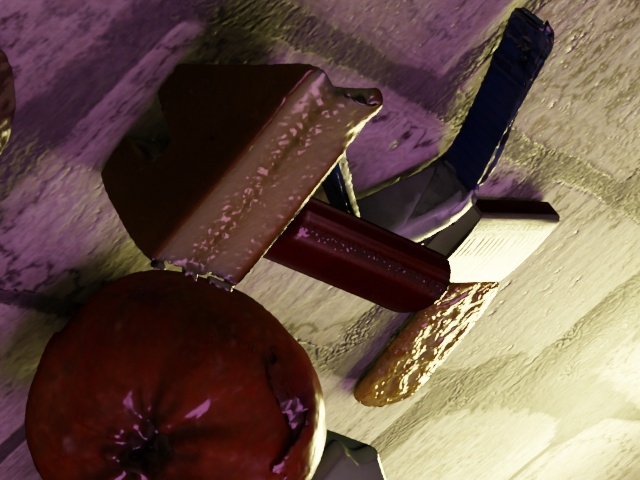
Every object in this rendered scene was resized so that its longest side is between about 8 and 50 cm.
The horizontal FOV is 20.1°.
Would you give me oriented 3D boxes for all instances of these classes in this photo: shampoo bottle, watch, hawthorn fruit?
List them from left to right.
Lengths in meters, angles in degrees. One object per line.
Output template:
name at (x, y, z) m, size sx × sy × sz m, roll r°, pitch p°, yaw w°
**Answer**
hawthorn fruit at (-0.119, 0.164, 1.671) m, size 0.276 × 0.276 × 0.307 m, roll -39°, pitch 170°, yaw 8°
shampoo bottle at (0.000, 0.000, 1.653) m, size 0.102 × 0.064 × 0.260 m, roll -5°, pitch 159°, yaw 45°
watch at (0.067, -0.079, 1.689) m, size 0.276 × 0.068 × 0.274 m, roll -20°, pitch 152°, yaw -30°

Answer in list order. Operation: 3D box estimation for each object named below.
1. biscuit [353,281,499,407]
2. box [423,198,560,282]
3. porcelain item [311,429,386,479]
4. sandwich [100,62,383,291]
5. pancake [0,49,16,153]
biscuit at (0.128, 0.124, 2.182) m, size 0.118 × 0.029 × 0.247 m, roll -9°, pitch 144°, yaw -45°
box at (0.186, 0.002, 2.031) m, size 0.177 × 0.036 × 0.115 m, roll 0°, pitch 139°, yaw -53°
porcelain item at (-0.051, 0.346, 1.836) m, size 0.286 × 0.157 × 0.281 m, roll -49°, pitch 137°, yaw -38°
sandwich at (-0.061, -0.079, 1.450) m, size 0.122 × 0.128 × 0.236 m, roll 5°, pitch 137°, yaw -47°
pancake at (-0.308, -0.066, 1.266) m, size 0.212 × 0.029 × 0.235 m, roll -19°, pitch 151°, yaw -35°
